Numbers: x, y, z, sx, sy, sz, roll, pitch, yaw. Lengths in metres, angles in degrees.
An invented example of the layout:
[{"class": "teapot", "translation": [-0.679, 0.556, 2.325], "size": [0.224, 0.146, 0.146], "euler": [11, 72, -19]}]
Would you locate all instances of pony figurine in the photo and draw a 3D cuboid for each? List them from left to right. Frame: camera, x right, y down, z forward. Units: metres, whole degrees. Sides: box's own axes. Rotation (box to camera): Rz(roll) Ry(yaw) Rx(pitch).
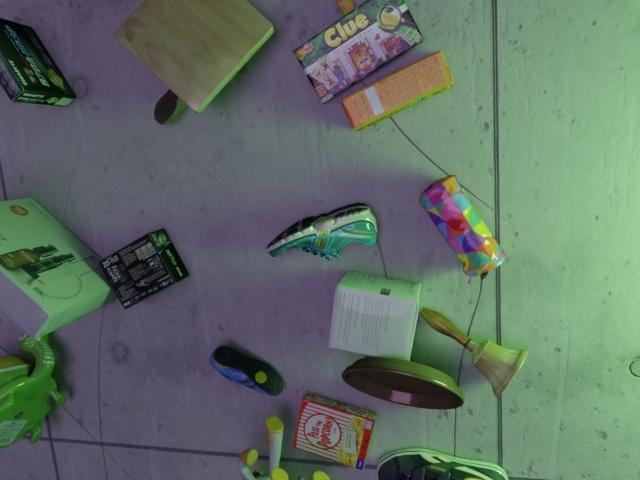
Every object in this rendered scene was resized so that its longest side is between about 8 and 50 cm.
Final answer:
[{"class": "pony figurine", "translation": [-0.095, 0.684, 1.245], "size": [0.351, 0.303, 0.363], "euler": [38, 127, 32]}]

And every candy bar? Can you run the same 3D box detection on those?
[{"class": "candy bar", "translation": [0.044, -0.542, 1.090], "size": [0.040, 0.018, 0.161], "euler": [-31, 92, 18]}]

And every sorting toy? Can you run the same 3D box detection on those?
[{"class": "sorting toy", "translation": [-0.278, -0.458, 1.127], "size": [0.257, 0.089, 0.255], "euler": [43, 91, 4]}]

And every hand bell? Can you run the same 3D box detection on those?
[{"class": "hand bell", "translation": [0.333, 0.233, 1.139], "size": [0.242, 0.126, 0.126], "euler": [34, 107, 18]}]

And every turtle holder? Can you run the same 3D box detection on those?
[{"class": "turtle holder", "translation": [-0.899, 0.426, 1.406], "size": [0.227, 0.243, 0.320], "euler": [34, 117, 24]}]

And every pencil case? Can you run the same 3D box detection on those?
[{"class": "pencil case", "translation": [0.308, -0.027, 1.084], "size": [0.104, 0.104, 0.236], "euler": [-31, 91, 18]}]

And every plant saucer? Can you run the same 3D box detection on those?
[{"class": "plant saucer", "translation": [0.187, 0.326, 1.130], "size": [0.278, 0.277, 0.041], "euler": [8, 61, 13]}]

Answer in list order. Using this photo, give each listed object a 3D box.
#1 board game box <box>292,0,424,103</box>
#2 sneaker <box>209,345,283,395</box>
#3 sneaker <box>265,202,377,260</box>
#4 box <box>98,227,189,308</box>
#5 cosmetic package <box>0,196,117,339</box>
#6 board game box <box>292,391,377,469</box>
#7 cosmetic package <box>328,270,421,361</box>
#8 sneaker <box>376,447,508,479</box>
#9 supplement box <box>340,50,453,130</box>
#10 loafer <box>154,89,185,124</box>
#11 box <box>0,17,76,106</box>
[{"class": "board game box", "translation": [0.081, -0.429, 1.089], "size": [0.260, 0.030, 0.136], "euler": [-28, 99, 18]}, {"class": "sneaker", "translation": [-0.198, 0.352, 1.311], "size": [0.209, 0.069, 0.082], "euler": [28, 139, -2]}, {"class": "sneaker", "translation": [0.000, 0.000, 1.168], "size": [0.276, 0.107, 0.109], "euler": [-15, 106, 17]}, {"class": "box", "translation": [-0.467, 0.075, 1.309], "size": [0.180, 0.077, 0.147], "euler": [-28, 93, 17]}, {"class": "cosmetic package", "translation": [-0.738, 0.053, 1.266], "size": [0.377, 0.284, 0.097], "euler": [39, 106, 4]}, {"class": "board game box", "translation": [0.035, 0.492, 1.281], "size": [0.194, 0.045, 0.146], "euler": [13, 104, 12]}, {"class": "cosmetic package", "translation": [0.129, 0.170, 1.139], "size": [0.184, 0.151, 0.151], "euler": [9, 102, 12]}, {"class": "sneaker", "translation": [0.289, 0.594, 1.197], "size": [0.321, 0.127, 0.126], "euler": [-3, 102, 16]}, {"class": "supplement box", "translation": [0.166, -0.320, 1.072], "size": [0.234, 0.078, 0.080], "euler": [-24, 94, 18]}, {"class": "loafer", "translation": [-0.352, -0.346, 1.211], "size": [0.056, 0.050, 0.148], "euler": [43, 106, 5]}, {"class": "box", "translation": [-0.739, -0.442, 1.226], "size": [0.051, 0.175, 0.220], "euler": [-31, 91, 17]}]
